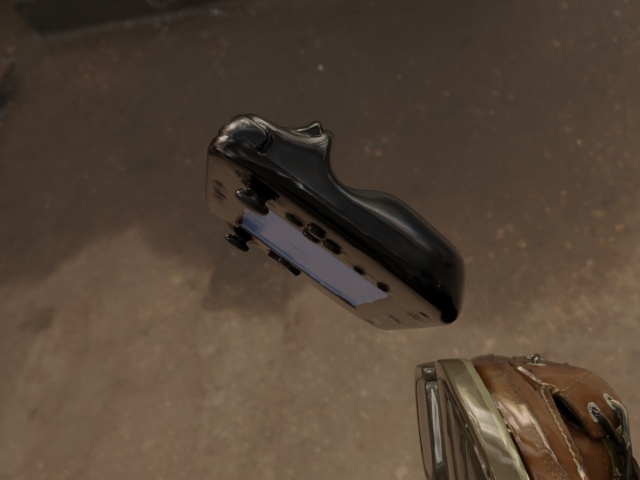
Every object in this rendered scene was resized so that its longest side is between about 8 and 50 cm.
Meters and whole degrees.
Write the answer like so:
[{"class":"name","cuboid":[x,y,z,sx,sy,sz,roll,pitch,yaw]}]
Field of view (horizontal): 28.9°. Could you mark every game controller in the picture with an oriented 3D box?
[{"class":"game controller","cuboid":[0.000,0.000,0.790,0.067,0.166,0.319,-46,0,-7]}]

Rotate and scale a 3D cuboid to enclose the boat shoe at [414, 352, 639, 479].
[{"class":"boat shoe","cuboid":[0.114,0.104,0.646,0.104,0.110,0.307,-6,5,-1]}]
